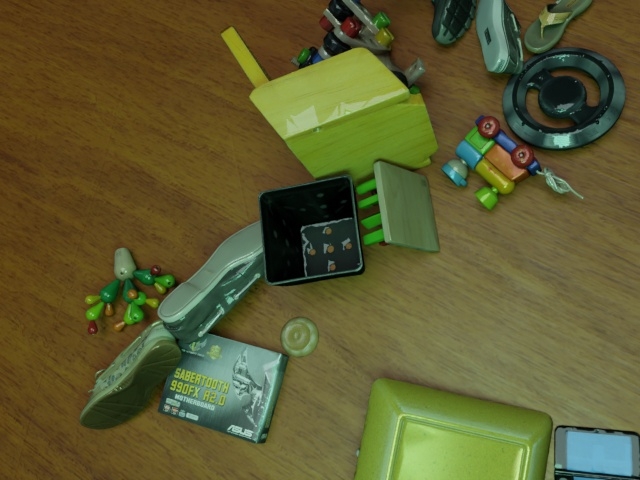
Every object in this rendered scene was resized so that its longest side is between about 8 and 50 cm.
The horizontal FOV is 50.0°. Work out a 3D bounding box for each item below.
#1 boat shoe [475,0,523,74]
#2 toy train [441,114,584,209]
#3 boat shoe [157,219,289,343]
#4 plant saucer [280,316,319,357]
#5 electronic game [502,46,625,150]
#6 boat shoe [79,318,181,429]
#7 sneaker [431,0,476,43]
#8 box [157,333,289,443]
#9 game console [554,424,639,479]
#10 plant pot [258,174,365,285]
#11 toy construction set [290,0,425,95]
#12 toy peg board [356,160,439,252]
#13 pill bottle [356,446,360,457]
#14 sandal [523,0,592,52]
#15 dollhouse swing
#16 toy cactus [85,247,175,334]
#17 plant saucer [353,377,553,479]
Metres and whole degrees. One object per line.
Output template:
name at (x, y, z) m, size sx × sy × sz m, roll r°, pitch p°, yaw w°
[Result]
boat shoe at (0.372, -0.432, 1.416) m, size 0.070 × 0.078 × 0.219 m, roll 7°, pitch 65°, yaw -16°
toy train at (0.360, -0.113, 1.322) m, size 0.143 × 0.105 × 0.248 m, roll -47°, pitch 68°, yaw 12°
boat shoe at (-0.187, 0.078, 1.425) m, size 0.335 × 0.095 × 0.112 m, roll -41°, pitch 39°, yaw -19°
plant saucer at (-0.045, 0.196, 1.400) m, size 0.084 × 0.015 × 0.083 m, roll -4°, pitch 75°, yaw 15°
electronic game at (0.477, -0.281, 1.353) m, size 0.229 × 0.048 × 0.229 m, roll -8°, pitch 67°, yaw 19°
boat shoe at (-0.396, 0.285, 1.425) m, size 0.285 × 0.105 × 0.089 m, roll -43°, pitch 44°, yaw 14°
sneaker at (0.280, -0.543, 1.469) m, size 0.106 × 0.101 × 0.267 m, roll 11°, pitch 79°, yaw 41°
box at (-0.198, 0.292, 1.398) m, size 0.231 × 0.056 × 0.182 m, roll 13°, pitch 80°, yaw 19°
game console at (0.474, 0.386, 1.166) m, size 0.144 × 0.124 × 0.085 m, roll 0°, pitch 103°, yaw 17°
plant pot at (0.000, 0.000, 1.357) m, size 0.188 × 0.167 × 0.188 m, roll -10°, pitch 73°, yaw 14°
toy construction set at (0.130, -0.424, 1.424) m, size 0.237 × 0.257 × 0.308 m, roll 30°, pitch 100°, yaw -18°
toy peg board at (0.146, -0.055, 1.352) m, size 0.079 × 0.161 × 0.161 m, roll -21°, pitch 69°, yaw 40°
pill bottle at (0.128, 0.379, 1.276) m, size 0.116 × 0.065 × 0.065 m, roll -43°, pitch 69°, yaw 2°
sandal at (0.479, -0.458, 1.391) m, size 0.180 × 0.049 × 0.072 m, roll -45°, pitch 55°, yaw 1°
dollhouse swing at (0.021, -0.289, 1.329) m, size 0.315 × 0.347 × 0.304 m, roll -20°, pitch 71°, yaw 11°
toy cactus at (-0.429, 0.098, 1.502) m, size 0.219 × 0.112 × 0.180 m, roll -30°, pitch 60°, yaw 16°
plant saucer at (0.224, 0.433, 1.185) m, size 0.333 × 0.081 × 0.332 m, roll 11°, pitch 79°, yaw 5°
